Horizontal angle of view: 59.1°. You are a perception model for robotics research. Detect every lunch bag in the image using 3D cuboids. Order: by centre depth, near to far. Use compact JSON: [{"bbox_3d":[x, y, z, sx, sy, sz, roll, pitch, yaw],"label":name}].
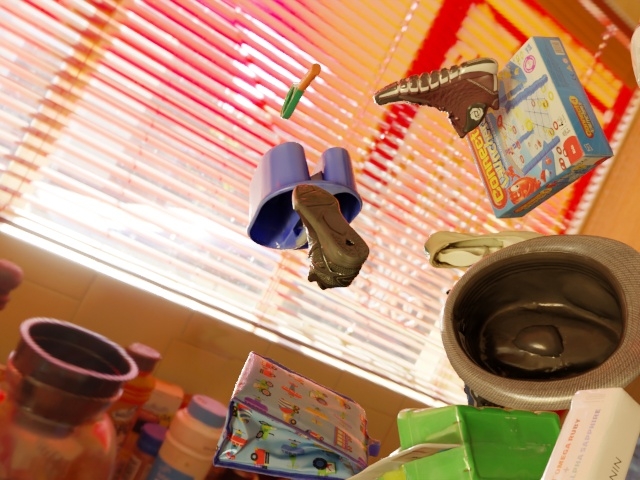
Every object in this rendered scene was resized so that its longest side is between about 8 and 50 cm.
[{"bbox_3d":[-0.026,0.347,1.070,0.293,0.138,0.221,16,11,-1],"label":"lunch bag"}]

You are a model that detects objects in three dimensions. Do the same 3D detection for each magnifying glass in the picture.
[{"bbox_3d":[-0.049,-0.353,1.329,0.026,0.092,0.231,20,-16,-15],"label":"magnifying glass"}]

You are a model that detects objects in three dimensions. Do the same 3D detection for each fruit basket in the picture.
[{"bbox_3d":[0.195,0.374,0.860,0.327,0.353,0.165,12,46,-23],"label":"fruit basket"}]

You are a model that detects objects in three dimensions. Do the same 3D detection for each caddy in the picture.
[{"bbox_3d":[-0.044,-0.080,1.334,0.241,0.179,0.341,2,-26,-19],"label":"caddy"}]

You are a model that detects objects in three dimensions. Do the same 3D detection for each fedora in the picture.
[{"bbox_3d":[0.304,0.121,0.752,0.276,0.243,0.124,-15,-40,27],"label":"fedora"}]

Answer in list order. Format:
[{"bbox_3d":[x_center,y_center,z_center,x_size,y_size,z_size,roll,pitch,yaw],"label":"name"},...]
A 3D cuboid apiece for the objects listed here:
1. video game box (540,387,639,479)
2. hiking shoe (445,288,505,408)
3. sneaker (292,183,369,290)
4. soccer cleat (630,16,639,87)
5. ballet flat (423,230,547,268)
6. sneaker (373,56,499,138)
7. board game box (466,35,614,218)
[{"bbox_3d":[0.217,0.233,0.361,0.205,0.187,0.048,43,-28,-5],"label":"video game box"},{"bbox_3d":[0.347,0.263,1.260,0.113,0.303,0.132,-9,12,-33],"label":"hiking shoe"},{"bbox_3d":[0.000,0.000,0.998,0.087,0.130,0.227,-7,44,-30],"label":"sneaker"},{"bbox_3d":[0.661,-0.326,1.081,0.116,0.143,0.331,8,6,41],"label":"soccer cleat"},{"bbox_3d":[0.322,0.026,1.071,0.249,0.086,0.086,-1,-7,10],"label":"ballet flat"},{"bbox_3d":[0.268,-0.300,1.276,0.282,0.162,0.106,-9,21,22],"label":"sneaker"},{"bbox_3d":[0.481,-0.251,1.316,0.086,0.308,0.302,-5,-22,-23],"label":"board game box"}]
